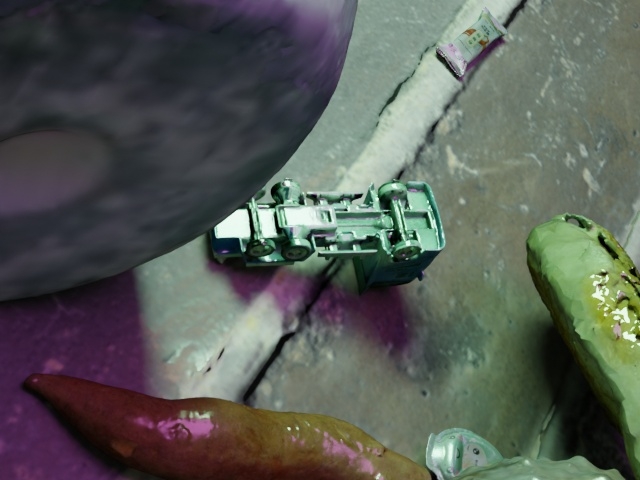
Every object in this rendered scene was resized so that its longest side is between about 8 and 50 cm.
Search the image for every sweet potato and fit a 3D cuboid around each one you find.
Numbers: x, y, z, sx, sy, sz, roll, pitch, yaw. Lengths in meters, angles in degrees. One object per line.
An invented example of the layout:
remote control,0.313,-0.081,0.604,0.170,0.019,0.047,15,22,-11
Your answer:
sweet potato,-0.051,0.133,0.866,0.281,0.059,0.067,19,41,-29

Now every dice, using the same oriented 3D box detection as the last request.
dice,-0.200,-0.179,0.780,0.328,0.330,0.348,-1,59,-40

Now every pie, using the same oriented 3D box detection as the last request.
pie,0.257,0.140,1.010,0.371,0.078,0.296,64,10,12

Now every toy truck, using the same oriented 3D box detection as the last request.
toy truck,0.000,0.000,1.009,0.175,0.081,0.067,-1,58,-18

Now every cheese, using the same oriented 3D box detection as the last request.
cheese,0.126,0.177,0.997,0.121,0.026,0.067,26,47,-22

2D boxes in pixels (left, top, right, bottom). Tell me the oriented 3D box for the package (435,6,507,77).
package,0.147,-0.193,1.298,0.037,0.015,0.110,51,44,-4

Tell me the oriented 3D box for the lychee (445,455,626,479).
lychee,0.146,0.256,0.800,0.255,0.274,0.255,-1,92,-35
